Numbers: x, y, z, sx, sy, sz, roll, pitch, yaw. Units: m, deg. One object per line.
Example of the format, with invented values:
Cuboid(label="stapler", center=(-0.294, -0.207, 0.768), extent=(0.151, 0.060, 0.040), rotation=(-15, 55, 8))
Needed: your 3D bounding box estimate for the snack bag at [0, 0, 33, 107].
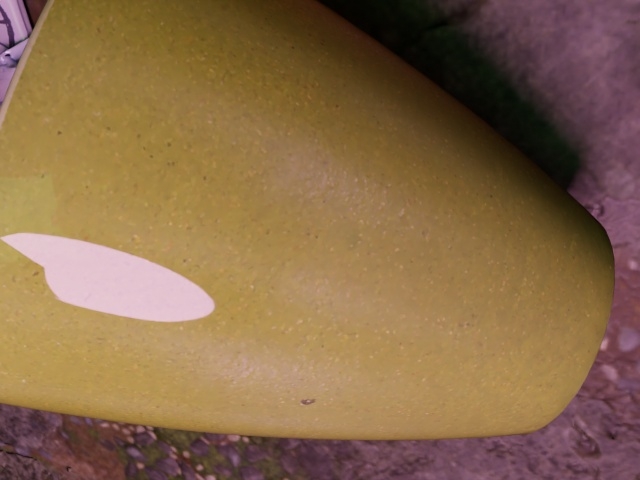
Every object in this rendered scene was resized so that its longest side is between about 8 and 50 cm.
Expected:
Cuboid(label="snack bag", center=(-0.348, -0.125, 0.615), extent=(0.323, 0.037, 0.342), rotation=(0, 116, 22))

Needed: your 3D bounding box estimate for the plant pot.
Cuboid(label="plant pot", center=(0.000, 0.000, 0.432), extent=(0.294, 0.274, 0.274), rotation=(19, 123, -7))
